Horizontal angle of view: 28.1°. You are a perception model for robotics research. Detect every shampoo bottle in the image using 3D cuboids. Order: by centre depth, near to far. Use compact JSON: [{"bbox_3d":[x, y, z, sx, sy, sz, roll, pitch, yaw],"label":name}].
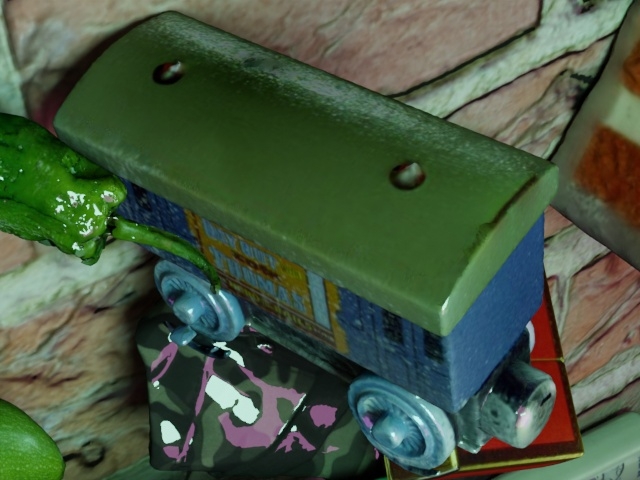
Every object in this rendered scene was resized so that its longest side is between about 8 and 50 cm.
[{"bbox_3d":[0.217,0.305,1.416,0.359,0.078,0.134,-20,144,-28],"label":"shampoo bottle"}]

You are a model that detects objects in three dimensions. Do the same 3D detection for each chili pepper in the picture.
[{"bbox_3d":[-0.187,-0.041,0.657,0.279,0.122,0.065,19,91,-23],"label":"chili pepper"}]

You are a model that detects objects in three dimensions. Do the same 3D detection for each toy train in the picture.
[{"bbox_3d":[0.000,0.000,0.730,0.131,0.300,0.202,-47,147,-29],"label":"toy train"}]

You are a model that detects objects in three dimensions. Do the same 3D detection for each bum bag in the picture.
[{"bbox_3d":[0.011,0.126,0.930,0.340,0.095,0.144,22,85,-34],"label":"bum bag"}]

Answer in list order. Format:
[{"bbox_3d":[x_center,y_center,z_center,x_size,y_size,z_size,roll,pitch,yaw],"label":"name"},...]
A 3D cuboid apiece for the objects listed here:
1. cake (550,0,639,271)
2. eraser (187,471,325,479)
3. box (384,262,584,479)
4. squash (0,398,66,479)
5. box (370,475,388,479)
[{"bbox_3d":[0.376,-0.051,1.016,0.230,0.309,0.237,-9,129,-40],"label":"cake"},{"bbox_3d":[-0.037,0.266,1.135,0.213,0.082,0.397,-4,129,-40],"label":"eraser"},{"bbox_3d":[0.100,0.048,0.920,0.074,0.240,0.153,-20,163,38],"label":"box"},{"bbox_3d":[-0.335,0.149,0.722,0.395,0.107,0.107,-10,133,-32],"label":"squash"},{"bbox_3d":[-0.063,0.315,0.960,0.264,0.106,0.336,-14,149,-16],"label":"box"}]
